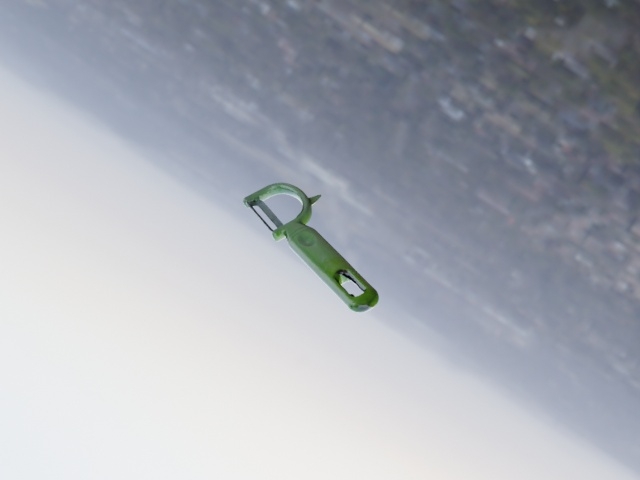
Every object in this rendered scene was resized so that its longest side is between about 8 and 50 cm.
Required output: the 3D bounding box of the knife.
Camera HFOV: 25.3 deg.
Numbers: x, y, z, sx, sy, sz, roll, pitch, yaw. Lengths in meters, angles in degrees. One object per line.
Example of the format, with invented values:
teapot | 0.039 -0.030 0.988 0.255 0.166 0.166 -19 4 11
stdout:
knife | 0.000 0.001 1.105 0.212 0.054 0.015 47 159 56
